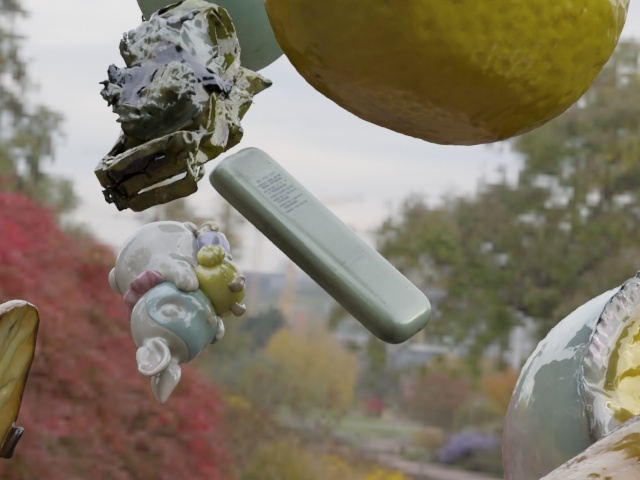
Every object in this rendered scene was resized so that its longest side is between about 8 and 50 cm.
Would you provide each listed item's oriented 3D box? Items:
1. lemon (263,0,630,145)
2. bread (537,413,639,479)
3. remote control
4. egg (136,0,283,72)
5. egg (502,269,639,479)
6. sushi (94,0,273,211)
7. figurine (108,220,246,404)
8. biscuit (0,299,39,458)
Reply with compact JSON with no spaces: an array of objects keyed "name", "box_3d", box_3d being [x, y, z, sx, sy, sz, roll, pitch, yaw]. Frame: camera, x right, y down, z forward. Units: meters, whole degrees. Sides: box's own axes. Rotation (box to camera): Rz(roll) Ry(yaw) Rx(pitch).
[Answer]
[{"name":"lemon","box_3d":[0.110,-0.238,1.441,0.336,0.336,0.336,5,-2,0]},{"name":"bread","box_3d":[0.246,0.227,1.303,0.344,0.149,0.195,-27,1,-36]},{"name":"remote control","box_3d":[0.000,0.000,1.884,0.309,0.038,0.090,41,45,16]},{"name":"egg","box_3d":[-0.129,-0.413,2.259,0.276,0.389,0.276,-3,-13,-1]},{"name":"egg","box_3d":[0.351,0.236,1.779,0.354,0.355,0.340,5,-24,-20]},{"name":"sushi","box_3d":[-0.139,-0.148,1.646,0.139,0.131,0.291,-17,31,20]},{"name":"figurine","box_3d":[-0.161,0.081,1.934,0.155,0.127,0.235,-14,38,-7]},{"name":"biscuit","box_3d":[-0.372,0.172,1.758,0.041,0.260,0.203,14,-33,21]}]
